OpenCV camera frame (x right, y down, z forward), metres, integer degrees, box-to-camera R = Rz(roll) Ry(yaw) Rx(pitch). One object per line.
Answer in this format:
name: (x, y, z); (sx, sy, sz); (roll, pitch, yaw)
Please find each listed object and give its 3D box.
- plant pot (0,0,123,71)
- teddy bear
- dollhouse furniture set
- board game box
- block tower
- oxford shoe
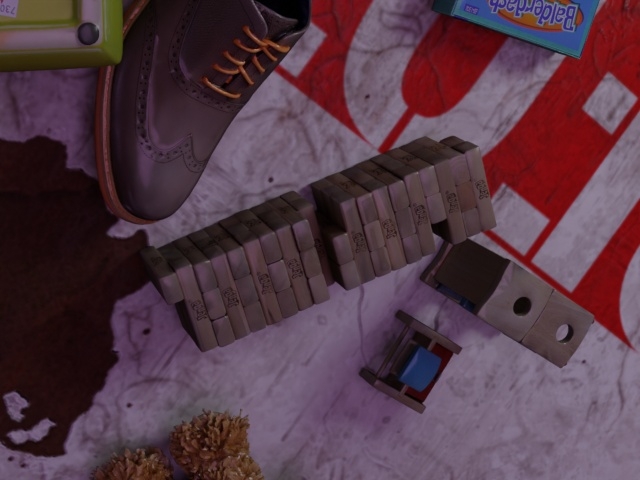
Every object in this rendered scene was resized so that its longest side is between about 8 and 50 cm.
plant pot: (-0.270, -0.242, 1.032); (0.228, 0.207, 0.227); (-5, 108, -19)
teddy bear: (-0.095, 0.325, 1.324); (0.245, 0.113, 0.338); (-14, 110, -15)
dollhouse furniture set: (0.161, 0.110, 1.350); (0.129, 0.129, 0.184); (32, 91, -26)
board game box: (0.218, -0.304, 1.296); (0.160, 0.047, 0.210); (14, 99, -25)
block tower: (0.000, 0.000, 1.275); (0.335, 0.091, 0.097); (-21, 111, -14)
oxford shoe: (-0.094, -0.175, 1.149); (0.130, 0.132, 0.364); (12, 102, -43)
